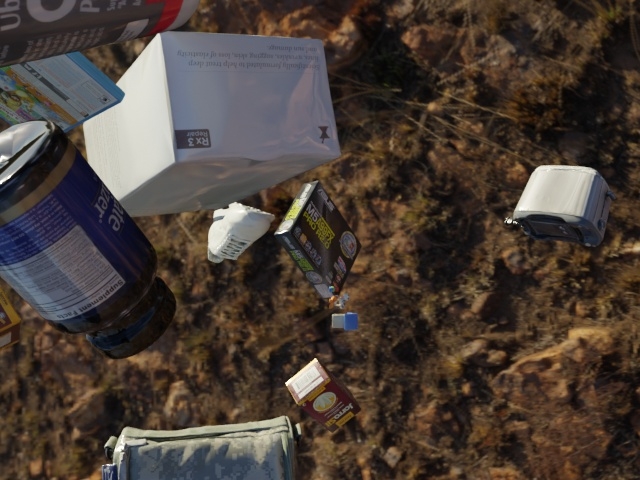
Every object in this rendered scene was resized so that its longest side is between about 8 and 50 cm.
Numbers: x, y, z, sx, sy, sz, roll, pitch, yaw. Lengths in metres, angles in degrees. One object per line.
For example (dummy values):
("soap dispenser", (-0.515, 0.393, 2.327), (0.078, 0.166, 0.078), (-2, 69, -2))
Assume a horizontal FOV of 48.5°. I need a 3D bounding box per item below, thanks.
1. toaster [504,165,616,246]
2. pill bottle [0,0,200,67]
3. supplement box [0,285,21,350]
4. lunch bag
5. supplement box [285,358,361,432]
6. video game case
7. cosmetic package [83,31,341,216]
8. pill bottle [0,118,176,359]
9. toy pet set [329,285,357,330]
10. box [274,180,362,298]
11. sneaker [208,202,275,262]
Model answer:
("toaster", (0.542, -0.080, 1.600), (0.227, 0.129, 0.146), (8, 66, 46))
("pill bottle", (-0.252, -0.210, 0.501), (0.176, 0.319, 0.176), (28, 130, 38))
("supplement box", (-0.838, 0.207, 1.694), (0.129, 0.191, 0.194), (56, 147, 8))
("lunch bag", (-0.180, 0.413, 1.145), (0.212, 0.305, 0.255), (-125, 33, -74))
("supplement box", (0.010, 0.400, 1.821), (0.104, 0.188, 0.081), (-39, 42, 1))
("video game case", (-0.305, -0.166, 0.764), (0.166, 0.119, 0.015), (-15, 47, 38))
("cosmetic package", (-0.166, -0.137, 0.956), (0.385, 0.217, 0.156), (-16, 82, 57))
("pill bottle", (-0.229, 0.009, 0.655), (0.123, 0.219, 0.122), (-18, 39, 15))
("toy pet set", (0.063, 0.175, 1.846), (0.065, 0.122, 0.114), (0, 88, 10))
("box", (0.000, 0.000, 2.035), (0.060, 0.270, 0.216), (-8, 39, 38))
("sneaker", (-0.153, -0.010, 1.313), (0.235, 0.090, 0.094), (-20, 48, 68))
